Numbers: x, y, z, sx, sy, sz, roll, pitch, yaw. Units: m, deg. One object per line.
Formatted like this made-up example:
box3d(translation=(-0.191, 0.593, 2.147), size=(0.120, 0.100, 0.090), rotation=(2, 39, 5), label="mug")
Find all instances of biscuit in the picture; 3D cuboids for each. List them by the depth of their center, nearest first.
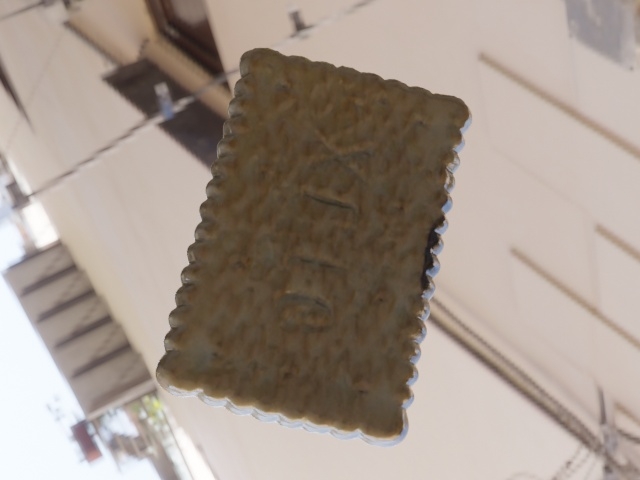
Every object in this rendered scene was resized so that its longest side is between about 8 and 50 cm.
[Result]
box3d(translation=(0.000, 0.000, 1.172), size=(0.217, 0.044, 0.325), rotation=(13, -110, -3), label="biscuit")
